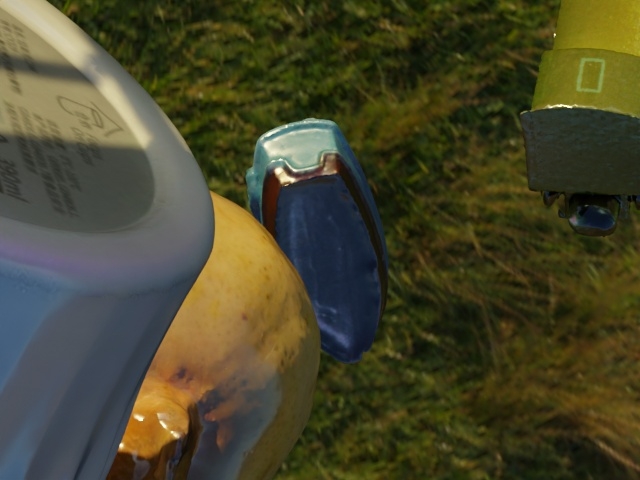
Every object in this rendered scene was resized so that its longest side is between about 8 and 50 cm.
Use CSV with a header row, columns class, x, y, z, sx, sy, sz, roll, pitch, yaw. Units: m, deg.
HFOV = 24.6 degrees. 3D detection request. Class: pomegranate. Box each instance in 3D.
class,x,y,z,sx,sy,sz,roll,pitch,yaw
pomegranate,-0.106,0.052,0.697,0.207,0.207,0.207,-3,111,-7

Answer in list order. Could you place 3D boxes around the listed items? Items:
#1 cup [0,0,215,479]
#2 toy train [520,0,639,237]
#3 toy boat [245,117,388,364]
class,x,y,z,sx,sy,sz,roll,pitch,yaw
cup,-0.212,0.085,0.445,0.253,0.253,0.371,32,109,-17
toy train,0.188,-0.116,0.961,0.090,0.225,0.137,3,144,16
toy boat,0.000,0.000,1.157,0.100,0.097,0.223,-14,128,2
